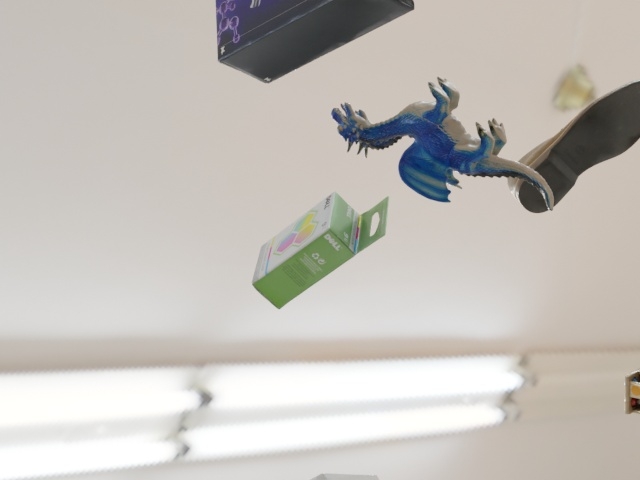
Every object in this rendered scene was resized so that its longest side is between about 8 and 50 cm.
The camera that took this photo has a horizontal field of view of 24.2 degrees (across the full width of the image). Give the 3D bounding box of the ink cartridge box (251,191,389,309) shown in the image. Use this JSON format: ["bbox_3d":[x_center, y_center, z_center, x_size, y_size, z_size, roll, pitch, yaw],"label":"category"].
[{"bbox_3d":[0.000,0.000,2.172,0.209,0.062,0.109,-35,22,25],"label":"ink cartridge box"}]

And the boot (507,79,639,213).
[{"bbox_3d":[0.446,-0.179,2.576,0.305,0.115,0.112,-39,-67,3],"label":"boot"}]

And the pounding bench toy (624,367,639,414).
[{"bbox_3d":[0.426,0.187,1.878,0.083,0.065,0.052,-17,-70,-47],"label":"pounding bench toy"}]

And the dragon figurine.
[{"bbox_3d":[0.152,-0.102,1.855,0.144,0.289,0.085,-53,-5,24],"label":"dragon figurine"}]

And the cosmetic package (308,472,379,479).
[{"bbox_3d":[0.105,0.589,2.597,0.097,0.377,0.284,-33,-19,11],"label":"cosmetic package"}]

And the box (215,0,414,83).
[{"bbox_3d":[-0.014,-0.341,1.931,0.261,0.184,0.103,-23,-27,37],"label":"box"}]
